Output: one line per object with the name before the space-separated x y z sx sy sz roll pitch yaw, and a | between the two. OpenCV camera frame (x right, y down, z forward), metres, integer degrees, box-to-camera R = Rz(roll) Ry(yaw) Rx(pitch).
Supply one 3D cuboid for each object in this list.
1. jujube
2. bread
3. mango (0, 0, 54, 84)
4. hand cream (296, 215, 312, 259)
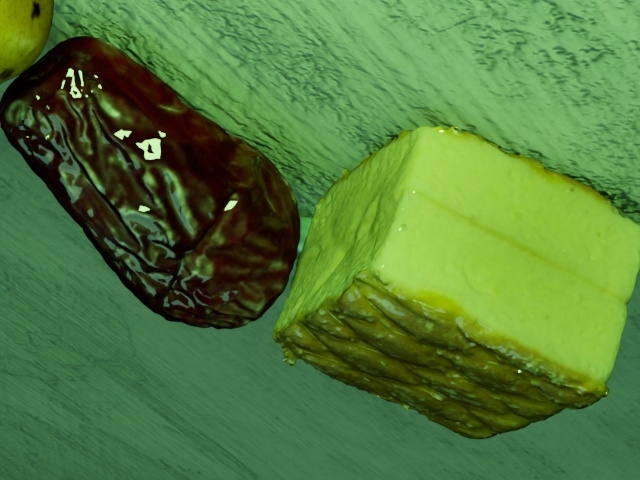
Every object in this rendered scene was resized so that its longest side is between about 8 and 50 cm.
jujube | -0.173 -0.061 1.613 0.342 0.216 0.216 42 149 -26
bread | 0.132 0.045 1.568 0.279 0.207 0.279 26 157 -10
mango | -0.329 -0.235 1.359 0.160 0.191 0.290 6 149 13
hand cream | 0.000 0.000 1.775 0.205 0.050 0.078 7 143 17
